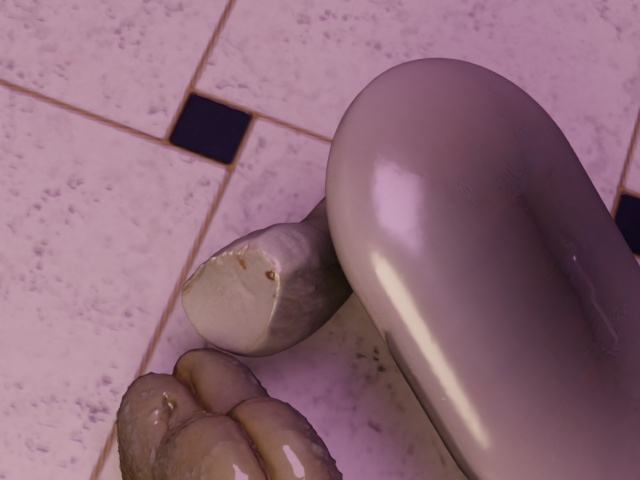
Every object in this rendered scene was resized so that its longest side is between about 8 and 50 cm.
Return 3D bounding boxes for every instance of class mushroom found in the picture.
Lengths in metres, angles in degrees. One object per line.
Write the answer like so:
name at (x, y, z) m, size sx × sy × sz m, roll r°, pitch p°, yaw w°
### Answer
mushroom at (0.001, 0.004, 1.069) m, size 0.081 × 0.092 × 0.223 m, roll 11°, pitch 30°, yaw 34°

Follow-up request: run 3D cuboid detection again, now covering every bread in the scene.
bread at (-0.024, 0.203, 0.916) m, size 0.102 × 0.183 × 0.337 m, roll -20°, pitch 64°, yaw -17°

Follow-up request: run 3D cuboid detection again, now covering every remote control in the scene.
remote control at (0.125, 0.033, 1.034) m, size 0.221 × 0.103 × 0.332 m, roll -33°, pitch 93°, yaw -39°
